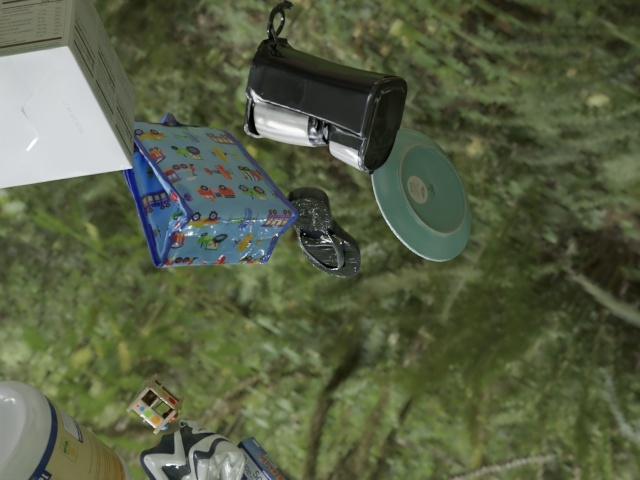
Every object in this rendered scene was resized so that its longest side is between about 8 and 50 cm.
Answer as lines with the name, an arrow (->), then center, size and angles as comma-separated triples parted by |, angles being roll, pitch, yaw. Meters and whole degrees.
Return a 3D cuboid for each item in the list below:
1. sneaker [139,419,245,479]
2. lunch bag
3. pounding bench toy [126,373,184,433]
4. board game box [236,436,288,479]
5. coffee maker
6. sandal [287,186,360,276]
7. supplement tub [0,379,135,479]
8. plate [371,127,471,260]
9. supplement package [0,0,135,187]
sneaker -> -0.204, 0.363, 1.713 | 0.094, 0.234, 0.153 | 4, -161, -39
lunch bag -> -0.208, -0.108, 2.005 | 0.221, 0.138, 0.293 | -1, -130, -40
pounding bench toy -> -0.239, 0.240, 1.795 | 0.065, 0.052, 0.083 | 41, -164, -6
board game box -> -0.084, 0.403, 1.723 | 0.201, 0.136, 0.035 | 49, -158, 18
coffee maker -> 0.006, -0.185, 1.482 | 0.178, 0.120, 0.171 | 18, 131, 25
sandal -> -0.001, 0.000, 2.098 | 0.097, 0.054, 0.254 | -10, 145, 18
supplement tub -> -0.434, 0.385, 1.868 | 0.228, 0.228, 0.316 | 20, 158, 44
plate -> 0.141, -0.064, 1.573 | 0.188, 0.188, 0.024 | 38, 139, -27
supplement package -> -0.383, -0.212, 1.603 | 0.204, 0.145, 0.262 | -8, 147, 7
